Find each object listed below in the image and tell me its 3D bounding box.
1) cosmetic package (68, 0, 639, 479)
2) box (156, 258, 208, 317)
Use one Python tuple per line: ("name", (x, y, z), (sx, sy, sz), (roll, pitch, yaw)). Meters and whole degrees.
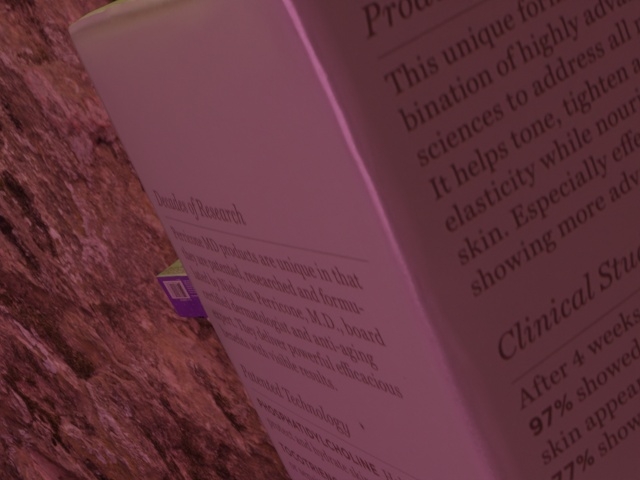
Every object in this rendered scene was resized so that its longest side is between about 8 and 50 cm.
("cosmetic package", (0.106, -0.035, 0.607), (0.327, 0.329, 0.393), (11, 128, 61))
("box", (0.000, 0.000, 0.929), (0.293, 0.201, 0.057), (-3, 120, 47))
